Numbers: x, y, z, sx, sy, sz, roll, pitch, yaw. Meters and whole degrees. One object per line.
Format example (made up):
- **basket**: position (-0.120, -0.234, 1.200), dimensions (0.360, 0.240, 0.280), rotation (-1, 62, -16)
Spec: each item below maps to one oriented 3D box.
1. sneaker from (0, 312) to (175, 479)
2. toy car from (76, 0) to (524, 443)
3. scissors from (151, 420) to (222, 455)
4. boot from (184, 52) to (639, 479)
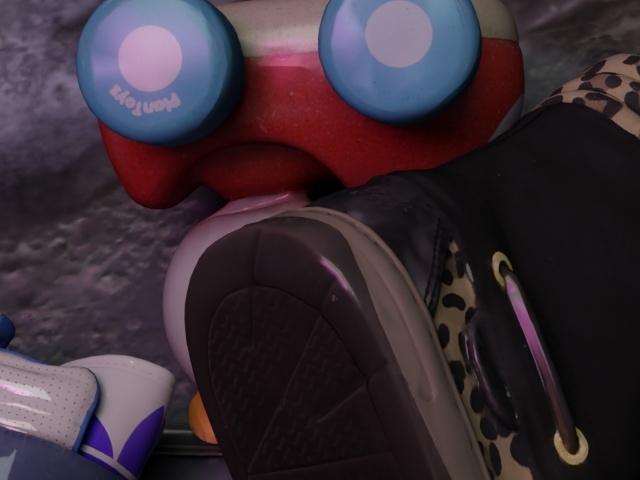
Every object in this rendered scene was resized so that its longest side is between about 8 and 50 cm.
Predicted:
- **sneaker**: position (-0.126, 0.165, 0.886), dimensions (0.323, 0.130, 0.236), rotation (37, 83, 31)
- **toy car**: position (0.000, 0.000, 0.959), dimensions (0.210, 0.219, 0.238), rotation (-4, 90, 7)
- **scissors**: position (-0.172, 0.101, 1.008), dimensions (0.297, 0.021, 0.109), rotation (19, 65, 18)
- **boot**: position (0.113, 0.118, 0.844), dimensions (0.138, 0.377, 0.284), rotation (-14, 14, 43)
